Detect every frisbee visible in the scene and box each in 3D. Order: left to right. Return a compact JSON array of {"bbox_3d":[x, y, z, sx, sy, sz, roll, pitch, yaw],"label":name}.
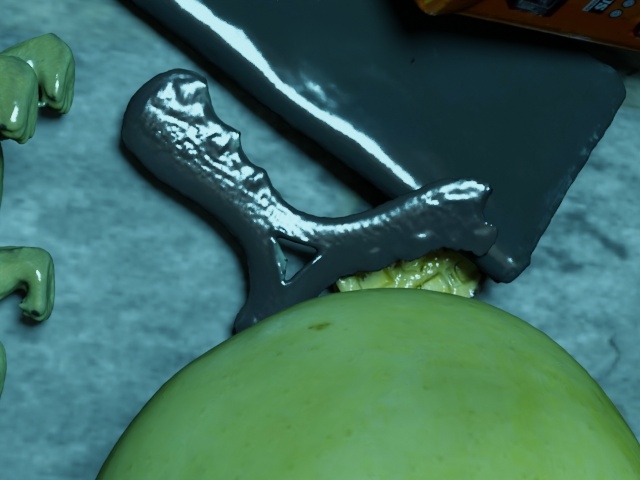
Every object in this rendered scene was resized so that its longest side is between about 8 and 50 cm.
[{"bbox_3d":[0.000,0.000,0.696,0.187,0.012,0.211,-17,93,-3],"label":"frisbee"}]

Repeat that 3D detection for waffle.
[{"bbox_3d":[0.083,0.020,0.750,0.152,0.023,0.097,-32,97,-20],"label":"waffle"}]

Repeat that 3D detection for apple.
[{"bbox_3d":[0.024,0.153,0.599,0.262,0.262,0.262,2,84,-19],"label":"apple"}]

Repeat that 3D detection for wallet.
[{"bbox_3d":[0.026,-0.115,0.728,0.285,0.030,0.146,37,73,-6],"label":"wallet"}]

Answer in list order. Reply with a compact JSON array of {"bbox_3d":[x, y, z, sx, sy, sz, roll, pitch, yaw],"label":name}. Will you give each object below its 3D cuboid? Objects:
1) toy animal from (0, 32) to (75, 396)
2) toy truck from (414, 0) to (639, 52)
[{"bbox_3d":[-0.181,-0.001,0.634,0.101,0.103,0.219,4,85,1],"label":"toy animal"},{"bbox_3d":[0.118,-0.171,0.702,0.252,0.107,0.114,5,60,-31],"label":"toy truck"}]
